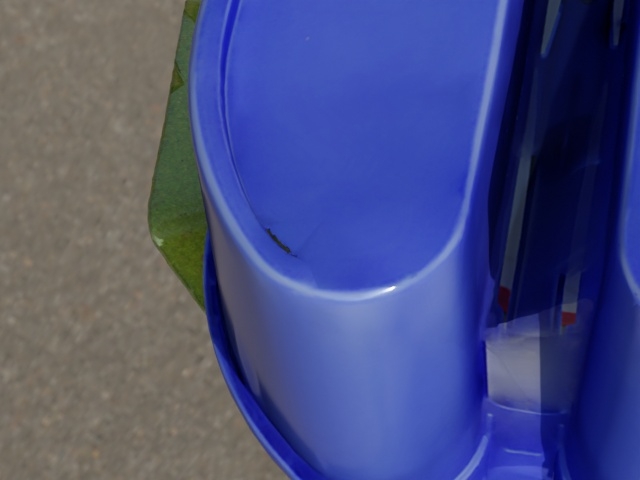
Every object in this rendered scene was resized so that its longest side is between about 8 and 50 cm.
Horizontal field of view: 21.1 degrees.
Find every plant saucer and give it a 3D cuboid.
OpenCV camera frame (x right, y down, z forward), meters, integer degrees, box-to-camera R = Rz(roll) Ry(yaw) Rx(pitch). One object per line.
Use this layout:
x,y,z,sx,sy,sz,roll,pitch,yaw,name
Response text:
0.000,0.000,0.753,0.188,0.045,0.188,56,20,-30,plant saucer

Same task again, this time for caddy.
0.085,-0.055,0.588,0.241,0.179,0.341,7,63,10,caddy
